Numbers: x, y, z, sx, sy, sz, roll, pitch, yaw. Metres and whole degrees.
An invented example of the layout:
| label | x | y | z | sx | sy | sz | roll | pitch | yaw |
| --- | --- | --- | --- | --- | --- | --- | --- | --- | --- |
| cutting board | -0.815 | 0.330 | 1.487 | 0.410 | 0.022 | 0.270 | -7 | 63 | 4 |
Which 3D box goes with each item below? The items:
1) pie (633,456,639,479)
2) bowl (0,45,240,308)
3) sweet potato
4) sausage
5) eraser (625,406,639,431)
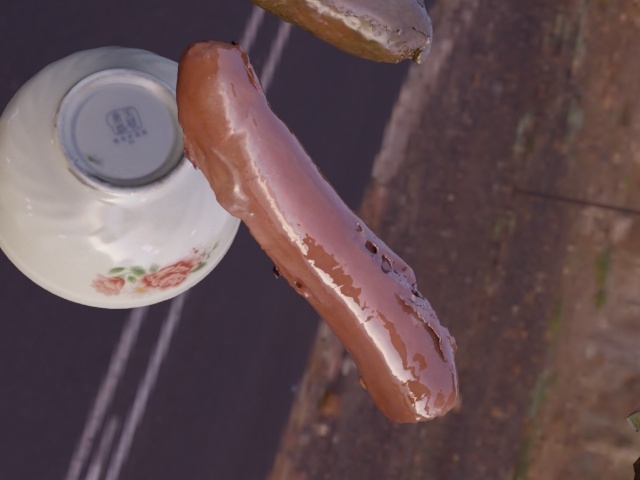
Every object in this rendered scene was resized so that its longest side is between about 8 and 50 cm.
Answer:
| label | x | y | z | sx | sy | sz | roll | pitch | yaw |
| --- | --- | --- | --- | --- | --- | --- | --- | --- | --- |
| pie | 0.364 | 0.234 | 1.106 | 0.355 | 0.288 | 0.103 | -43 | 155 | -25 |
| bowl | -0.202 | -0.081 | 1.510 | 0.145 | 0.277 | 0.277 | 121 | -13 | -67 |
| sweet potato | -0.034 | -0.209 | 1.187 | 0.075 | 0.273 | 0.075 | -161 | -90 | -73 |
| sausage | -0.001 | 0.000 | 0.990 | 0.304 | 0.078 | 0.078 | 53 | 33 | -17 |
| eraser | 0.303 | 0.155 | 1.367 | 0.038 | 0.019 | 0.083 | -33 | 170 | -6 |
